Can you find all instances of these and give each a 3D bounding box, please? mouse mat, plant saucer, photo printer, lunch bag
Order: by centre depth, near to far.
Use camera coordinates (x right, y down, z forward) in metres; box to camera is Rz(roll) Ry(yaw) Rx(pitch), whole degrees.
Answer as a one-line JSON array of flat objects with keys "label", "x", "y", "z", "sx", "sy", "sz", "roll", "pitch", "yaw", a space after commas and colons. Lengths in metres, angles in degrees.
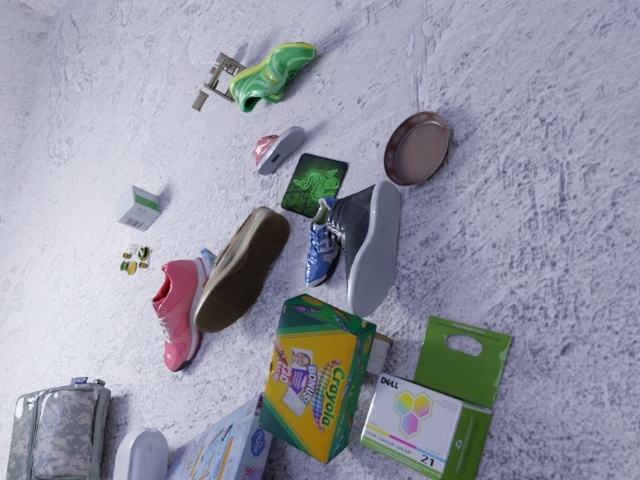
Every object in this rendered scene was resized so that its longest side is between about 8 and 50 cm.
[{"label": "plant saucer", "x": 0.204, "y": -0.187, "z": 1.424, "sx": 0.168, "sy": 0.029, "sz": 0.168, "roll": -23, "pitch": 57, "yaw": 40}, {"label": "photo printer", "x": -0.440, "y": 0.607, "z": 1.641, "sx": 0.256, "sy": 0.107, "sz": 0.307, "roll": 134, "pitch": 141, "yaw": -57}, {"label": "mouse mat", "x": -0.019, "y": -0.131, "z": 1.656, "sx": 0.190, "sy": 0.007, "sz": 0.152, "roll": 21, "pitch": 88, "yaw": 49}, {"label": "lunch bag", "x": -0.725, "y": 0.562, "z": 1.956, "sx": 0.256, "sy": 0.212, "sz": 0.305, "roll": -14, "pitch": 62, "yaw": 24}]

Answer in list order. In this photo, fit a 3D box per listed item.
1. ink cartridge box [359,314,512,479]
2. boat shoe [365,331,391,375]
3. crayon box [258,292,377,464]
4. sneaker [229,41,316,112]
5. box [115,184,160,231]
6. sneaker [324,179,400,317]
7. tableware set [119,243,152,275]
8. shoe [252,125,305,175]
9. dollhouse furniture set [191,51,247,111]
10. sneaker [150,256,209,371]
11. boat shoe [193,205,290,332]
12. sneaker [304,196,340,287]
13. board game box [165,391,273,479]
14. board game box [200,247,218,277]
[{"label": "ink cartridge box", "x": 0.196, "y": 0.258, "z": 1.174, "sx": 0.189, "sy": 0.097, "sz": 0.255, "roll": 10, "pitch": 81, "yaw": 49}, {"label": "boat shoe", "x": 0.014, "y": 0.230, "z": 1.381, "sx": 0.277, "sy": 0.098, "sz": 0.096, "roll": -6, "pitch": 67, "yaw": 44}, {"label": "crayon box", "x": -0.009, "y": 0.260, "z": 1.301, "sx": 0.165, "sy": 0.081, "sz": 0.278, "roll": 21, "pitch": 110, "yaw": 27}, {"label": "sneaker", "x": -0.117, "y": -0.437, "z": 1.850, "sx": 0.296, "sy": 0.109, "sz": 0.123, "roll": -25, "pitch": 78, "yaw": 36}, {"label": "box", "x": -0.582, "y": -0.101, "z": 2.176, "sx": 0.102, "sy": 0.101, "sz": 0.087, "roll": -41, "pitch": 46, "yaw": 25}, {"label": "sneaker", "x": 0.074, "y": 0.024, "z": 1.417, "sx": 0.147, "sy": 0.105, "sz": 0.295, "roll": -12, "pitch": 58, "yaw": 46}, {"label": "tableware set", "x": -0.592, "y": 0.062, "z": 2.172, "sx": 0.154, "sy": 0.024, "sz": 0.103, "roll": 10, "pitch": 80, "yaw": 48}, {"label": "shoe", "x": -0.113, "y": -0.252, "z": 1.768, "sx": 0.178, "sy": 0.064, "sz": 0.081, "roll": -42, "pitch": 51, "yaw": 32}, {"label": "dollhouse furniture set", "x": -0.302, "y": -0.466, "z": 2.079, "sx": 0.181, "sy": 0.101, "sz": 0.161, "roll": -58, "pitch": 17, "yaw": 11}, {"label": "sneaker", "x": -0.386, "y": 0.190, "z": 1.780, "sx": 0.116, "sy": 0.136, "sz": 0.313, "roll": 22, "pitch": 103, "yaw": 50}, {"label": "boat shoe", "x": -0.202, "y": 0.071, "z": 1.684, "sx": 0.341, "sy": 0.122, "sz": 0.110, "roll": -54, "pitch": 36, "yaw": -1}, {"label": "sneaker", "x": 0.000, "y": 0.000, "z": 1.517, "sx": 0.080, "sy": 0.081, "sz": 0.211, "roll": 12, "pitch": 83, "yaw": 47}, {"label": "board game box", "x": -0.237, "y": 0.517, "z": 1.440, "sx": 0.318, "sy": 0.066, "sz": 0.318, "roll": -38, "pitch": 19, "yaw": 30}, {"label": "board game box", "x": -0.267, "y": 0.075, "z": 1.763, "sx": 0.020, "sy": 0.090, "sz": 0.090, "roll": -34, "pitch": 48, "yaw": 11}]
